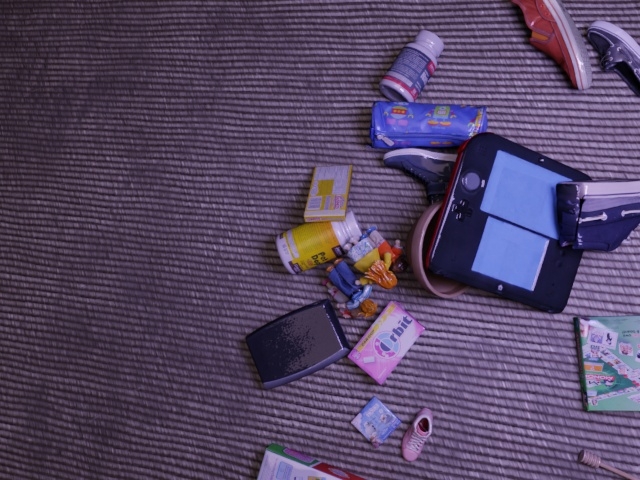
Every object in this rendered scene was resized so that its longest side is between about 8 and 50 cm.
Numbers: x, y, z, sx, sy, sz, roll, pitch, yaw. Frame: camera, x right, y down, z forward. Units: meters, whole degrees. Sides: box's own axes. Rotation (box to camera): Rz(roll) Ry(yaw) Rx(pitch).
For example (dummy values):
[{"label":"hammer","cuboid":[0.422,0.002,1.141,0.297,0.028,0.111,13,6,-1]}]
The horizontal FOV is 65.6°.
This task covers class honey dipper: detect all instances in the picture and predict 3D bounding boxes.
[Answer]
[{"label":"honey dipper","cuboid":[0.670,0.520,1.119,0.161,0.030,0.030,21,86,13]}]

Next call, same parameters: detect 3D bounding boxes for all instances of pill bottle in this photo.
[{"label":"pill bottle","cuboid":[0.000,0.000,1.300,0.215,0.117,0.117,-23,77,8]},{"label":"pill bottle","cuboid":[0.246,-0.459,1.321,0.108,0.108,0.180,34,90,15]}]

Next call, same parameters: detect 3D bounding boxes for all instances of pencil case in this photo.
[{"label":"pencil case","cuboid":[0.270,-0.291,1.280,0.306,0.119,0.133,6,46,13]}]

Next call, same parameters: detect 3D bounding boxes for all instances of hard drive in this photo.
[{"label":"hard drive","cuboid":[-0.064,0.273,1.304,0.255,0.054,0.172,-25,77,7]}]

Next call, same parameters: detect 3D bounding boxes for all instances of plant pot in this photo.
[{"label":"plant pot","cuboid":[0.284,0.015,1.213,0.110,0.237,0.237,7,81,53]}]

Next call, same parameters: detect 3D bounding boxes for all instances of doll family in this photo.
[{"label":"doll family","cuboid":[0.099,0.099,1.225,0.163,0.118,0.263,49,116,22]}]

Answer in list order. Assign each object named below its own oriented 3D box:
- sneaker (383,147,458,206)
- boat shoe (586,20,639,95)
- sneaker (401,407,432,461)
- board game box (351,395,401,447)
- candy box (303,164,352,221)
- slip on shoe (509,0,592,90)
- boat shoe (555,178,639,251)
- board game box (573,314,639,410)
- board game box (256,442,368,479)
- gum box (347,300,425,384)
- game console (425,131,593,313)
[{"label":"sneaker","cuboid":[0.263,-0.148,1.282,0.226,0.086,0.163,9,82,13]},{"label":"boat shoe","cuboid":[0.740,-0.446,1.233,0.076,0.080,0.228,-42,83,2]},{"label":"sneaker","cuboid":[0.233,0.475,1.201,0.051,0.070,0.134,24,88,13]},{"label":"board game box","cuboid":[0.140,0.456,1.249,0.090,0.020,0.090,41,92,16]},{"label":"candy box","cuboid":[0.023,-0.127,1.303,0.105,0.027,0.205,1,45,11]},{"label":"slip on shoe","cuboid":[0.591,-0.522,1.266,0.101,0.123,0.331,-32,79,39]},{"label":"boat shoe","cuboid":[0.697,-0.060,1.142,0.341,0.127,0.158,-2,99,-8]},{"label":"board game box","cuboid":[0.761,0.276,1.128,0.318,0.046,0.213,-3,82,12]},{"label":"board game box","cuboid":[-0.018,0.679,1.226,0.317,0.064,0.242,16,85,14]},{"label":"gum box","cuboid":[0.170,0.252,1.252,0.107,0.062,0.188,38,91,15]},{"label":"game console","cuboid":[0.454,-0.039,1.150,0.387,0.060,0.341,19,84,-15]}]
